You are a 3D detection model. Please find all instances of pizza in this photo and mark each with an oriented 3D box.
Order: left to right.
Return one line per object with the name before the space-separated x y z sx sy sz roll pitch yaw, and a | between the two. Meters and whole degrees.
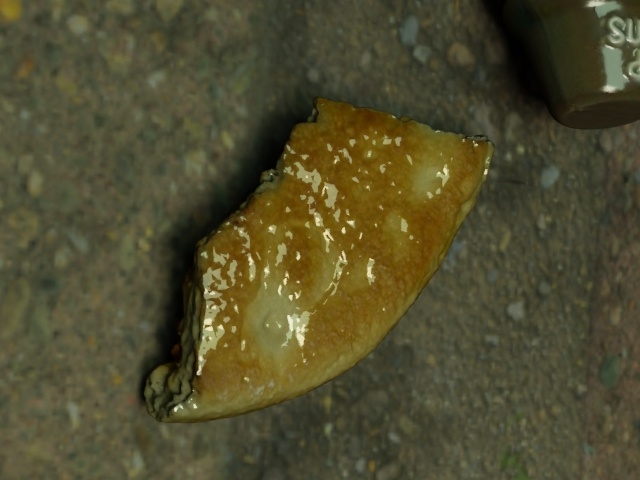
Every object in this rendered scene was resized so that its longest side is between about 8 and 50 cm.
pizza | 0.001 0.007 0.736 0.134 0.056 0.271 48 69 -22

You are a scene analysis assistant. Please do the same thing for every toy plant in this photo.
toy plant | 0.170 -0.173 0.813 0.143 0.105 0.200 3 76 -38
